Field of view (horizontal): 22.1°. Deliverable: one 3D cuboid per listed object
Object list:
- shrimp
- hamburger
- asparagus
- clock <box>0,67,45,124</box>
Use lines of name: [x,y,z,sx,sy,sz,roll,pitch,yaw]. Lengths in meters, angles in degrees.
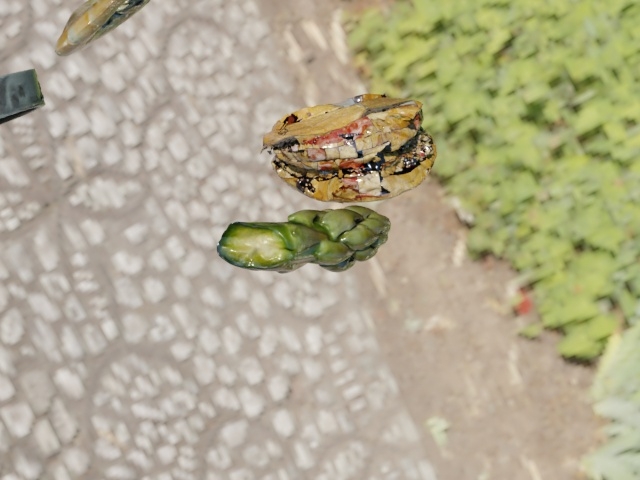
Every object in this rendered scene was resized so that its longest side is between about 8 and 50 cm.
shrimp: [-0.265,-0.340,2.221,0.059,0.254,0.145,52,0,-5]
hamburger: [0.036,-0.119,2.080,0.231,0.231,0.107,-49,129,-56]
asparagus: [0.000,0.000,1.831,0.287,0.080,0.080,-11,76,-55]
clock: [-0.414,-0.132,1.807,0.226,0.226,0.049,-27,98,-58]
